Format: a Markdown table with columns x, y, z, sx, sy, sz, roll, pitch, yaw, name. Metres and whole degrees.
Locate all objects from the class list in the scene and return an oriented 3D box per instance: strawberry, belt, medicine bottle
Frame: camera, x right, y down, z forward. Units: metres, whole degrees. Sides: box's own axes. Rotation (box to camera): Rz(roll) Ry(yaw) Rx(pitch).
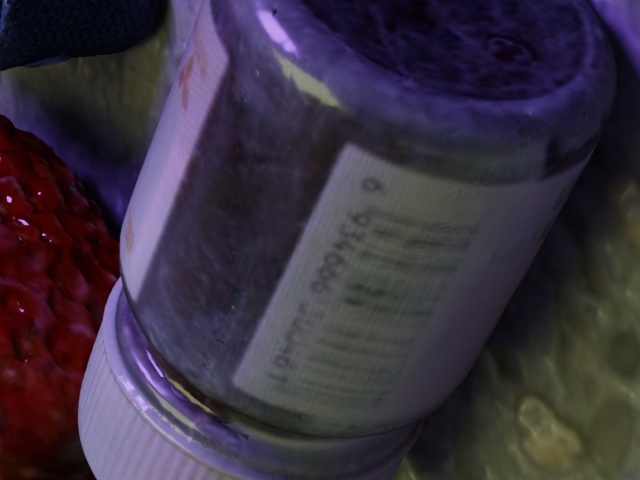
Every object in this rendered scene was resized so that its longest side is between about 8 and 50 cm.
| x | y | z | sx | sy | sz | roll | pitch | yaw | name |
| --- | --- | --- | --- | --- | --- | --- | --- | --- | --- |
| -0.237 | 0.063 | 1.044 | 0.310 | 0.292 | 0.292 | 62 | 142 | 35 | strawberry |
| -0.194 | -0.169 | 1.052 | 0.218 | 0.128 | 0.122 | 45 | 133 | 37 | belt |
| 0.000 | 0.000 | 0.824 | 0.165 | 0.165 | 0.273 | 53 | 138 | 28 | medicine bottle |
